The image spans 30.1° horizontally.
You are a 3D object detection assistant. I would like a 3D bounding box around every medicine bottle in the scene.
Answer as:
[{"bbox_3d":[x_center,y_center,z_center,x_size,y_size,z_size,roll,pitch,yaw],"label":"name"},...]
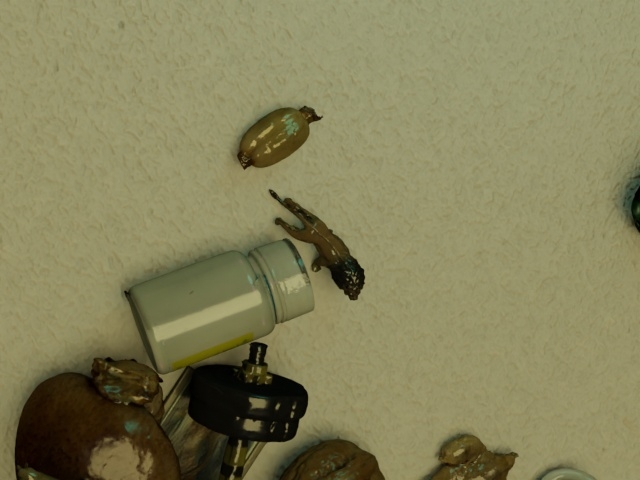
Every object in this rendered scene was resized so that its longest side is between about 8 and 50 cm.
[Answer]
[{"bbox_3d":[-0.149,0.094,1.789,0.258,0.143,0.143,-21,104,-14],"label":"medicine bottle"}]

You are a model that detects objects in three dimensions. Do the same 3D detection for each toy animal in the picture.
[{"bbox_3d":[-0.005,0.000,1.865,0.220,0.086,0.069,45,80,0],"label":"toy animal"}]

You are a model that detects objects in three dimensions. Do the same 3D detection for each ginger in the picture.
[{"bbox_3d":[0.236,0.420,2.003,0.133,0.059,0.214,37,84,-14],"label":"ginger"}]

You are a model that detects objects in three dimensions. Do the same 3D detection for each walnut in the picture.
[{"bbox_3d":[0.020,0.398,1.888,0.184,0.155,0.155,-34,107,-21],"label":"walnut"}]

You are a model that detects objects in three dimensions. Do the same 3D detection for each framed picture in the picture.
[{"bbox_3d":[-0.205,0.347,1.873,0.184,0.016,0.250,36,86,-18],"label":"framed picture"}]

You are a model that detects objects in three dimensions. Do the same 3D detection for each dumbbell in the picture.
[{"bbox_3d":[-0.132,0.343,1.791,0.185,0.185,0.388,10,94,-19],"label":"dumbbell"}]

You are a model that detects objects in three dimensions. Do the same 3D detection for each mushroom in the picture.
[{"bbox_3d":[-0.324,0.305,1.722,0.195,0.263,0.283,29,75,-62],"label":"mushroom"}]

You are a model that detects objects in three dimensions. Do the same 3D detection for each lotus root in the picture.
[{"bbox_3d":[-0.066,-0.161,1.823,0.150,0.062,0.073,-35,84,-12],"label":"lotus root"}]

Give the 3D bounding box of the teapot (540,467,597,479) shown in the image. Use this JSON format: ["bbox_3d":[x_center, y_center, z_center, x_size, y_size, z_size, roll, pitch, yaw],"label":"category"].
[{"bbox_3d":[0.372,0.582,1.992,0.280,0.252,0.423,18,69,16],"label":"teapot"}]

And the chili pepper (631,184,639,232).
[{"bbox_3d":[0.678,-0.072,1.998,0.257,0.233,0.248,-44,124,-15],"label":"chili pepper"}]

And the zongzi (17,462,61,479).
[{"bbox_3d":[-0.350,0.506,1.688,0.467,0.500,0.218,49,45,-13],"label":"zongzi"}]
